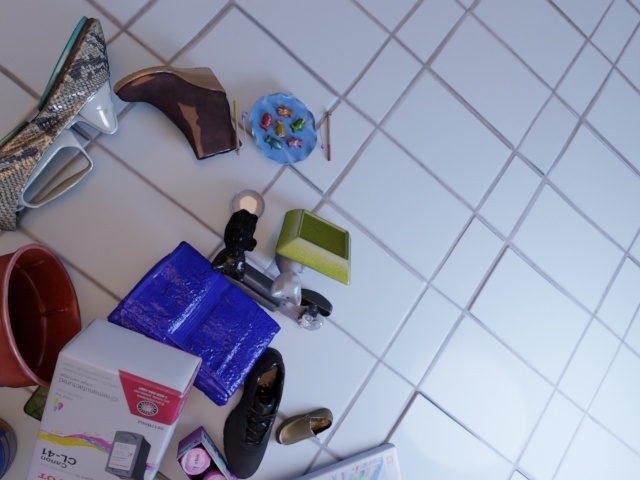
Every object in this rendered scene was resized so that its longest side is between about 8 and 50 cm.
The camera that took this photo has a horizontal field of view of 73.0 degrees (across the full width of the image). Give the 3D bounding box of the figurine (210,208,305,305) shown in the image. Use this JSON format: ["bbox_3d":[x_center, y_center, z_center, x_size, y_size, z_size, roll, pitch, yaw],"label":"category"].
[{"bbox_3d":[-0.125,0.045,0.961,0.215,0.209,0.092,25,116,-12],"label":"figurine"}]

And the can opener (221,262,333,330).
[{"bbox_3d":[-0.105,0.128,1.041,0.280,0.074,0.093,32,42,-12],"label":"can opener"}]

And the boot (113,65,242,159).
[{"bbox_3d":[-0.316,-0.286,0.991,0.248,0.090,0.207,-21,93,-32],"label":"boot"}]

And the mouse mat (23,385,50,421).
[{"bbox_3d":[-0.508,0.345,0.930,0.189,0.007,0.153,35,76,-10],"label":"mouse mat"}]

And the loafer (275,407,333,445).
[{"bbox_3d":[-0.036,0.441,1.026,0.148,0.050,0.056,-20,90,-17],"label":"loafer"}]

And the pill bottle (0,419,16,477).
[{"bbox_3d":[-0.660,0.411,0.742,0.152,0.272,0.152,2,83,-16],"label":"pill bottle"}]

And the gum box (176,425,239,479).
[{"bbox_3d":[-0.231,0.511,0.935,0.062,0.107,0.188,-34,94,-16],"label":"gum box"}]

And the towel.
[{"bbox_3d":[-0.250,0.173,0.920,0.308,0.076,0.228,44,60,-14],"label":"towel"}]

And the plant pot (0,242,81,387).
[{"bbox_3d":[-0.638,0.163,0.797,0.265,0.272,0.272,-11,87,-8],"label":"plant pot"}]

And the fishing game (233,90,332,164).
[{"bbox_3d":[-0.086,-0.285,1.081,0.264,0.041,0.189,3,82,-25],"label":"fishing game"}]

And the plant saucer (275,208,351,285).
[{"bbox_3d":[0.000,0.000,1.022,0.188,0.188,0.045,26,120,-12],"label":"plant saucer"}]

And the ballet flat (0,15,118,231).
[{"bbox_3d":[-0.557,-0.229,0.921,0.182,0.164,0.483,37,81,-31],"label":"ballet flat"}]

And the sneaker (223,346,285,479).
[{"bbox_3d":[-0.145,0.386,0.962,0.109,0.130,0.286,13,82,-16],"label":"sneaker"}]

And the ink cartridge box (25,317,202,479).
[{"bbox_3d":[-0.389,0.335,0.822,0.226,0.131,0.306,22,106,-7],"label":"ink cartridge box"}]

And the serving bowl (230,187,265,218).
[{"bbox_3d":[-0.178,-0.084,1.056,0.083,0.027,0.083,2,83,-16],"label":"serving bowl"}]

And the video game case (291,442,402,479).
[{"bbox_3d":[0.063,0.680,1.016,0.329,0.036,0.300,-9,86,-23],"label":"video game case"}]
